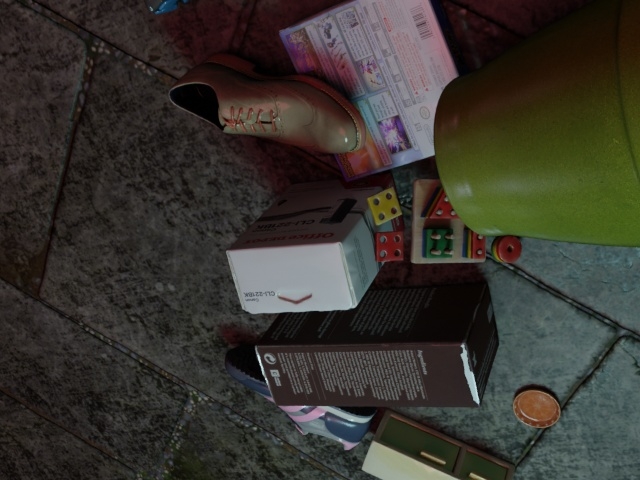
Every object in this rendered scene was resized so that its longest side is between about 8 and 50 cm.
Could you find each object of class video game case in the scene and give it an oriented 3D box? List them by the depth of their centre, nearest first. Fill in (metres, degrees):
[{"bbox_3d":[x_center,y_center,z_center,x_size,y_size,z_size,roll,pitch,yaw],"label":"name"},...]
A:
[{"bbox_3d":[0.100,-0.250,1.264,0.244,0.061,0.269,-15,110,29],"label":"video game case"}]

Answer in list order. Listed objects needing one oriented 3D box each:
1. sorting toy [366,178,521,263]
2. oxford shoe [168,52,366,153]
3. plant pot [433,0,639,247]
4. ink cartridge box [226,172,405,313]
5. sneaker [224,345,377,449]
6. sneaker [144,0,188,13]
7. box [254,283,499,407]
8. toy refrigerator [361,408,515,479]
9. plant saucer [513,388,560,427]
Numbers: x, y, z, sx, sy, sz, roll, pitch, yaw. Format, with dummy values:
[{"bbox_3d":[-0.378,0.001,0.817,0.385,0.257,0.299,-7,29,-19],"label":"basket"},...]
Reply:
[{"bbox_3d":[0.204,-0.029,1.274,0.275,0.046,0.132,0,94,-22],"label":"sorting toy"},{"bbox_3d":[-0.090,-0.195,1.283,0.348,0.130,0.123,22,133,32],"label":"oxford shoe"},{"bbox_3d":[0.353,-0.144,1.070,0.353,0.366,0.366,-10,113,39],"label":"plant pot"},{"bbox_3d":[0.000,0.000,1.315,0.197,0.273,0.114,-5,115,25],"label":"ink cartridge box"},{"bbox_3d":[-0.054,0.320,1.611,0.319,0.112,0.131,23,120,11],"label":"sneaker"},{"bbox_3d":[-0.187,-0.491,1.218,0.341,0.125,0.139,-34,95,31],"label":"sneaker"},{"bbox_3d":[0.103,0.184,1.425,0.381,0.191,0.143,-6,114,27],"label":"box"},{"bbox_3d":[0.227,0.434,1.561,0.269,0.102,0.094,23,123,11],"label":"toy refrigerator"},{"bbox_3d":[0.392,0.303,1.473,0.083,0.013,0.083,10,120,17],"label":"plant saucer"}]
